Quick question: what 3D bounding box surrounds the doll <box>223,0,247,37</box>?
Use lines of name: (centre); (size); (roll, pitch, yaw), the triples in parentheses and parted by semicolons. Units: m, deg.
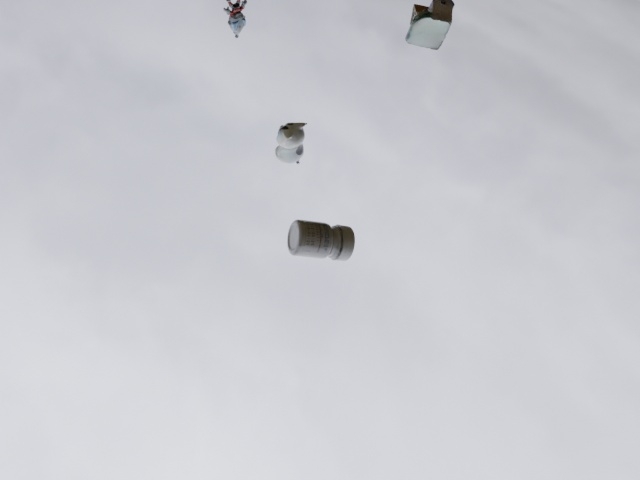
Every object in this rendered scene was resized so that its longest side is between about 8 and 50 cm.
doll: (-0.204, -0.542, 1.321); (0.039, 0.114, 0.057); (22, -121, 12)

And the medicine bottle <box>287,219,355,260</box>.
medicine bottle: (0.000, 0.000, 1.503); (0.168, 0.105, 0.105); (7, -140, -24)

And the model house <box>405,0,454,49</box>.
model house: (0.253, -0.516, 1.245); (0.088, 0.100, 0.100); (12, -107, -5)

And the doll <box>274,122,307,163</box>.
doll: (-0.110, -0.359, 1.974); (0.107, 0.180, 0.110); (33, -115, 14)
